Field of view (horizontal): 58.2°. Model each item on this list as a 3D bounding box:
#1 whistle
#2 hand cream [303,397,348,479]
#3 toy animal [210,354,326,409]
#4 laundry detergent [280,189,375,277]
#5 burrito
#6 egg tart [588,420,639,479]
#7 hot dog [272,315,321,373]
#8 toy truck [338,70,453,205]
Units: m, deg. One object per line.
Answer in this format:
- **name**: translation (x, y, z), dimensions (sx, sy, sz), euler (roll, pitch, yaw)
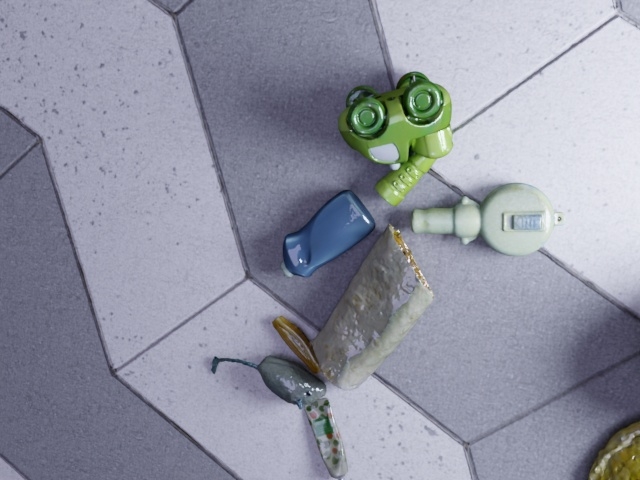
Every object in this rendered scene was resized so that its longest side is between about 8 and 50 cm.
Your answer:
- **whistle**: translation (0.286, -0.036, 0.993), dimensions (0.257, 0.067, 0.126), euler (0, 96, 17)
- **hand cream**: translation (0.016, 0.398, 1.144), dimensions (0.057, 0.037, 0.165), euler (-21, 86, 16)
- **toy animal**: translation (-0.110, 0.265, 1.138), dimensions (0.252, 0.070, 0.079), euler (13, 92, 14)
- **laundry detergent**: translation (0.000, 0.000, 1.076), dimensions (0.206, 0.061, 0.097), euler (-39, 95, 17)
- **burrito**: translation (0.100, 0.130, 1.046), dimensions (0.143, 0.105, 0.299), euler (36, 106, 12)
- **egg tart**: translation (0.606, 0.456, 0.937), dimensions (0.340, 0.132, 0.342), euler (3, 98, 17)
- **hot dog**: translation (-0.041, 0.202, 1.130), dimensions (0.137, 0.028, 0.044), euler (48, 132, 7)
- **toy truck**: translation (0.144, -0.182, 0.979), dimensions (0.187, 0.148, 0.211), euler (-30, 109, 13)
